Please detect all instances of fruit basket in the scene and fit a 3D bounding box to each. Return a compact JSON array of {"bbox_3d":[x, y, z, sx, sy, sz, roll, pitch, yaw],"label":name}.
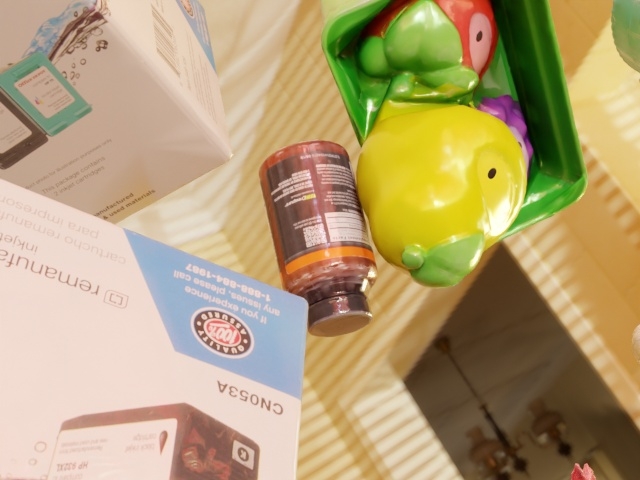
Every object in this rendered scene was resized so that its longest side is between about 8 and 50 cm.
[{"bbox_3d":[0.149,-0.115,1.124,0.282,0.392,0.392,-26,-25,-2],"label":"fruit basket"}]

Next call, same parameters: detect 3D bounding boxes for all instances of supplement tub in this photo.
[{"bbox_3d":[0.000,0.000,1.107,0.106,0.198,0.106,-11,-22,-4],"label":"supplement tub"}]

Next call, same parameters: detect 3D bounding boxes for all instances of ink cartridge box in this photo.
[{"bbox_3d":[-0.224,-0.157,0.735,0.197,0.198,0.270,-27,-45,13],"label":"ink cartridge box"},{"bbox_3d":[-0.135,0.139,0.474,0.223,0.308,0.129,23,-47,-20],"label":"ink cartridge box"}]

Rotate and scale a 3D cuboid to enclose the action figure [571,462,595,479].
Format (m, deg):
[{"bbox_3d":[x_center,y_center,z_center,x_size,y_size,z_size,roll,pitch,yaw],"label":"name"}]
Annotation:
[{"bbox_3d":[0.437,0.510,1.526,0.248,0.370,0.275,-10,-8,-31],"label":"action figure"}]

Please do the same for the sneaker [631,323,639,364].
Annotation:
[{"bbox_3d":[0.371,0.160,0.973,0.094,0.235,0.090,-30,-43,-17],"label":"sneaker"}]

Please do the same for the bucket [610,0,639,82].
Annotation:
[{"bbox_3d":[0.512,-0.280,1.287,0.281,0.183,0.281,-15,-53,-21],"label":"bucket"}]
